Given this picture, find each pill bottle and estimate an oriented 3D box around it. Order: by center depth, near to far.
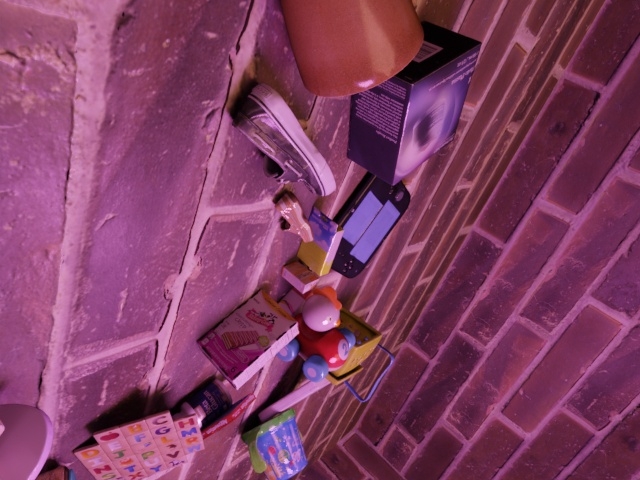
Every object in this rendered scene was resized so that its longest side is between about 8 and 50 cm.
[{"bbox_3d":[-0.356,0.503,1.274,0.169,0.094,0.094,-32,146,-36],"label":"pill bottle"}]

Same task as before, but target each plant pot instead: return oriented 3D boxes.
[{"bbox_3d":[0.027,-0.417,0.703,0.237,0.237,0.254,-47,138,-13],"label":"plant pot"},{"bbox_3d":[0.071,0.413,1.669,0.228,0.227,0.207,-5,121,-55],"label":"plant pot"}]

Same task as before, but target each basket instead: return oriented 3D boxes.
[{"bbox_3d":[0.154,0.520,1.871,0.201,0.288,0.255,9,114,-59],"label":"basket"}]

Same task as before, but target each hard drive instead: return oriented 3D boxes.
[{"bbox_3d":[-0.070,0.628,1.766,0.353,0.047,0.233,-40,160,30],"label":"hard drive"}]

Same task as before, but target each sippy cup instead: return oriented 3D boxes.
[{"bbox_3d":[-0.170,0.837,1.725,0.305,0.224,0.240,-14,158,-37],"label":"sippy cup"}]

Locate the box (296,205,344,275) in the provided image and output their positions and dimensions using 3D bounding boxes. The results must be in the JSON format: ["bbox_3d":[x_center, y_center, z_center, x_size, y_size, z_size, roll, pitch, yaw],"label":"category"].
[{"bbox_3d":[0.000,0.000,1.231,0.042,0.109,0.178,-15,134,-45],"label":"box"}]

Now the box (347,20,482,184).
[{"bbox_3d":[0.236,-0.355,1.115,0.296,0.182,0.294,-37,150,-28],"label":"box"}]

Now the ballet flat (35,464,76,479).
[{"bbox_3d":[-0.625,0.651,1.030,0.123,0.123,0.349,-31,146,-37],"label":"ballet flat"}]

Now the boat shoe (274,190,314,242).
[{"bbox_3d":[-0.074,-0.049,1.123,0.072,0.068,0.190,-35,140,-8],"label":"boat shoe"}]

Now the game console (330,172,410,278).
[{"bbox_3d":[0.157,-0.055,1.468,0.387,0.060,0.342,-54,153,1],"label":"game console"}]

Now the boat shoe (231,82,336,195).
[{"bbox_3d":[-0.078,-0.184,0.919,0.119,0.121,0.335,-44,141,-1],"label":"boat shoe"}]

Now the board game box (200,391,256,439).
[{"bbox_3d":[-0.333,0.565,1.298,0.281,0.027,0.145,-36,176,17],"label":"board game box"}]

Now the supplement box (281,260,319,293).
[{"bbox_3d":[-0.061,0.108,1.271,0.062,0.098,0.036,-22,139,-46],"label":"supplement box"}]

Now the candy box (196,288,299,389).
[{"bbox_3d":[-0.196,0.267,1.182,0.233,0.159,0.071,-39,151,-26],"label":"candy box"}]

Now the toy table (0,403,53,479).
[{"bbox_3d":[-0.578,0.360,0.644,0.274,0.252,0.161,-49,170,-26],"label":"toy table"}]

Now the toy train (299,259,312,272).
[{"bbox_3d":[-0.046,0.103,1.371,0.036,0.027,0.158,-33,148,-14],"label":"toy train"}]

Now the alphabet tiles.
[{"bbox_3d":[-0.461,0.554,1.130,0.284,0.011,0.343,-11,137,-17],"label":"alphabet tiles"}]

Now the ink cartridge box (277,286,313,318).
[{"bbox_3d":[-0.103,0.243,1.397,0.198,0.067,0.115,-46,151,-17],"label":"ink cartridge box"}]

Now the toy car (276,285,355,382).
[{"bbox_3d":[0.011,0.250,1.280,0.219,0.210,0.238,-29,144,-55],"label":"toy car"}]
